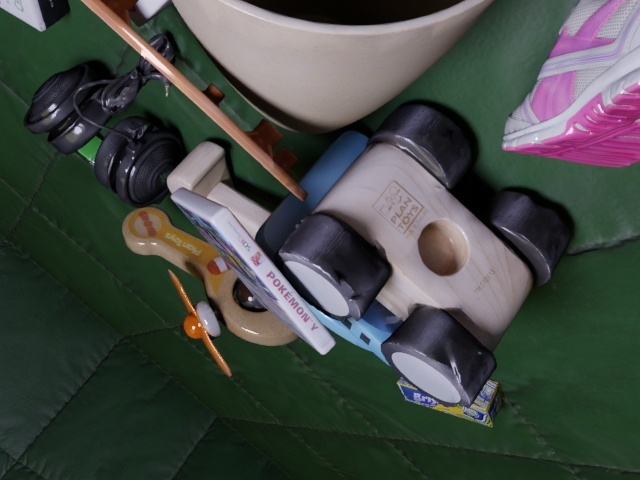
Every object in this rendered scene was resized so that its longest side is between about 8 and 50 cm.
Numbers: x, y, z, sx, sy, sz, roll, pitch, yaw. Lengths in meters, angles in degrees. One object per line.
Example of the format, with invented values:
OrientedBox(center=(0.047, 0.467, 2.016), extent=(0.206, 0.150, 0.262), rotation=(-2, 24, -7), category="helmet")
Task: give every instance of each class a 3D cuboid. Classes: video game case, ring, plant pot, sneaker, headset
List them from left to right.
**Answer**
OrientedBox(center=(-0.305, -0.179, 0.909), extent=(0.243, 0.185, 0.394), rotation=(39, 165, -14), category="headset")
OrientedBox(center=(-0.129, -0.159, 0.535), extent=(0.336, 0.032, 0.336), rotation=(43, -177, -3), category="ring")
OrientedBox(center=(-0.080, 0.025, 0.650), extent=(0.183, 0.023, 0.201), rotation=(53, 168, -23), category="video game case")
OrientedBox(center=(0.002, -0.195, 0.463), extent=(0.256, 0.257, 0.274), rotation=(33, 166, 4), category="plant pot")
OrientedBox(center=(0.223, -0.127, 0.455), extent=(0.102, 0.111, 0.252), rotation=(8, 172, -10), category="sneaker")

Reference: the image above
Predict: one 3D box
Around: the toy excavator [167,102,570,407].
OrientedBox(center=(0.000, 0.000, 0.767), extent=(0.433, 0.222, 0.445), rotation=(41, 158, -7), category="toy excavator")

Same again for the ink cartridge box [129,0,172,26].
OrientedBox(center=(-0.162, -0.320, 0.572), extent=(0.203, 0.086, 0.148), rotation=(-11, 127, 51), category="ink cartridge box")

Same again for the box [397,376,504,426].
OrientedBox(center=(0.220, 0.258, 1.026), extent=(0.168, 0.059, 0.054), rotation=(7, 137, 39), category="box")

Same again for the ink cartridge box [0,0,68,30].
OrientedBox(center=(-0.507, -0.437, 0.776), extent=(0.370, 0.069, 0.176), rotation=(29, 150, 6), category="ink cartridge box")

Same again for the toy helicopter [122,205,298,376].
OrientedBox(center=(-0.176, 0.057, 0.959), extent=(0.354, 0.235, 0.140), rotation=(26, 149, 12), category="toy helicopter")
